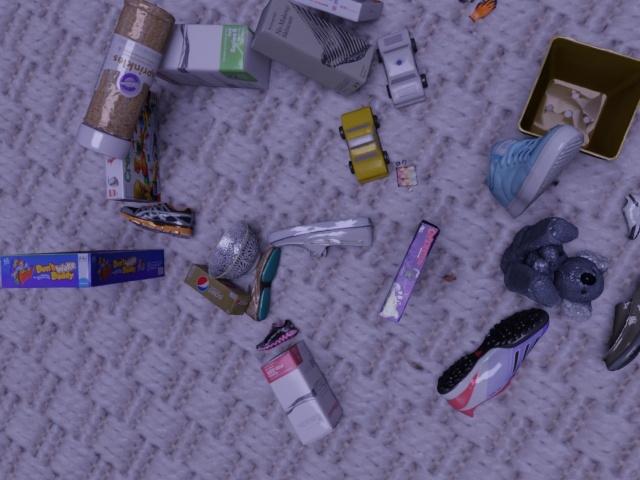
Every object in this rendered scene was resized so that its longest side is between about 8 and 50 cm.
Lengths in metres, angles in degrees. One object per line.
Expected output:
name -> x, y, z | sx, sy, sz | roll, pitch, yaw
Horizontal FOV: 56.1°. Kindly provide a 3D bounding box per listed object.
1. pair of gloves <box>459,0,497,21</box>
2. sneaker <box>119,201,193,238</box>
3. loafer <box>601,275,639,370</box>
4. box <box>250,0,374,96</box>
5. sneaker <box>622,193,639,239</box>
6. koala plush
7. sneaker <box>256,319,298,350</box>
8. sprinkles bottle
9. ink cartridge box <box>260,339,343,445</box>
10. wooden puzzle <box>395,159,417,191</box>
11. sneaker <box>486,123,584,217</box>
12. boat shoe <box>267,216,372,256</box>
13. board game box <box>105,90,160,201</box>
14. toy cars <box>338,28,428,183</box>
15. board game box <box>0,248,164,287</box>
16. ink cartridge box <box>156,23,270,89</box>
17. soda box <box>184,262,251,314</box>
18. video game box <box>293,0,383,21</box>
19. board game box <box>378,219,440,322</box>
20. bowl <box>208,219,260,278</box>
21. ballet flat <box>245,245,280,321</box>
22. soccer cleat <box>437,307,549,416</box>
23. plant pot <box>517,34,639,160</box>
pair of gloves -> 0.383, -0.583, 1.461 | 0.074, 0.010, 0.083 | -33, 84, 11
sneaker -> -0.438, -0.065, 1.625 | 0.215, 0.084, 0.083 | 13, 81, 8
loafer -> 0.713, 0.184, 1.375 | 0.087, 0.094, 0.251 | 33, 89, 34
box -> -0.017, -0.461, 1.435 | 0.275, 0.094, 0.113 | 20, 74, -21
sneaker -> 0.720, -0.056, 1.389 | 0.044, 0.040, 0.109 | 7, 89, 28
koala plush -> 0.550, 0.073, 1.374 | 0.221, 0.203, 0.196 | 20, 83, -9
sneaker -> -0.120, 0.247, 1.576 | 0.119, 0.047, 0.057 | -29, 78, 4
sprinkles bottle -> -0.452, -0.372, 1.392 | 0.121, 0.121, 0.355 | 23, 97, 11
ink cartridge box -> -0.042, 0.375, 1.499 | 0.092, 0.158, 0.217 | -33, 84, 10
wooden puzzle -> 0.216, -0.162, 1.509 | 0.049, 0.006, 0.083 | -5, 90, 12
sneaker -> 0.427, -0.162, 1.287 | 0.135, 0.366, 0.150 | -43, 77, -13
boat shoe -> 0.000, 0.000, 1.519 | 0.268, 0.096, 0.088 | -8, 88, 2
board game box -> -0.490, -0.254, 1.568 | 0.053, 0.193, 0.305 | -2, 91, 13
toy cars -> 0.150, -0.334, 1.478 | 0.176, 0.087, 0.393 | 26, 96, 10
board game box -> -0.581, 0.066, 1.516 | 0.233, 0.347, 0.078 | -1, 90, 12
ink cartridge box -> -0.284, -0.461, 1.514 | 0.273, 0.198, 0.114 | 6, 93, 12
soda box -> -0.269, 0.126, 1.566 | 0.181, 0.061, 0.058 | 31, 99, 30
video game box -> 0.037, -0.575, 1.439 | 0.187, 0.205, 0.048 | 24, 118, 10
board game box -> 0.204, 0.056, 1.343 | 0.056, 0.347, 0.208 | 28, 97, 8
bowl -> -0.208, 0.039, 1.551 | 0.080, 0.170, 0.170 | 32, 99, -27
ballet flat -> -0.159, 0.107, 1.568 | 0.067, 0.073, 0.206 | 14, 91, 26
soccer cleat -> 0.429, 0.290, 1.434 | 0.318, 0.108, 0.116 | -43, 103, 8
plant pot -> 0.569, -0.299, 1.336 | 0.212, 0.187, 0.212 | 22, 96, 12
